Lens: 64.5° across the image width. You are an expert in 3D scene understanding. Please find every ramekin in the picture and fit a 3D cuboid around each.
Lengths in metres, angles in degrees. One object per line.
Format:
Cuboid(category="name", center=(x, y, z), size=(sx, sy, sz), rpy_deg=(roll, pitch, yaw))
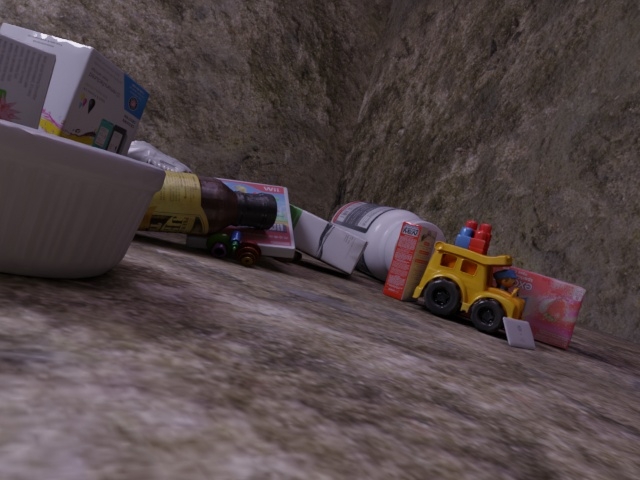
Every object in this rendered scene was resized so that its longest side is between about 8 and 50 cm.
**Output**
Cuboid(category="ramekin", center=(-0.310, -0.053, 0.515), size=(0.272, 0.127, 0.273), rpy_deg=(17, 3, -1))

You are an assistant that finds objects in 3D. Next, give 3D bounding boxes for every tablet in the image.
Cuboid(category="tablet", center=(0.369, 0.172, 0.940), size=(0.083, 0.054, 0.006), rpy_deg=(15, -32, -35))

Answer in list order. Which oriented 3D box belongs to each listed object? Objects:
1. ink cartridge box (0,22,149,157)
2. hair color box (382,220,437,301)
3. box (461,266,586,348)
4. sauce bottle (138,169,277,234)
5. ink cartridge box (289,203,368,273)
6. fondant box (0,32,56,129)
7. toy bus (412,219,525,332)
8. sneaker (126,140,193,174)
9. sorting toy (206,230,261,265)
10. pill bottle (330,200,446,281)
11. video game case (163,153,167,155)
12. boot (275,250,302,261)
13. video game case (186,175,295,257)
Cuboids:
Cuboid(category="ink cartridge box", center=(-0.494, -0.213, 0.950), size=(0.197, 0.270, 0.198), rpy_deg=(18, -3, 11))
Cuboid(category="hair color box", center=(0.202, 0.049, 1.137), size=(0.053, 0.167, 0.093), rpy_deg=(19, 3, 34))
Cuboid(category="box", center=(0.432, 0.129, 1.187), size=(0.299, 0.142, 0.154), rpy_deg=(17, 3, 15))
Cuboid(category="sauce bottle", center=(-0.241, -0.066, 0.896), size=(0.344, 0.112, 0.111), rpy_deg=(4, 9, -31))
Cuboid(category="ink cartridge box", center=(0.000, 0.000, 1.250), size=(0.219, 0.093, 0.160), rpy_deg=(27, -2, 6))
Cuboid(category="fondant box", center=(-0.559, -0.194, 0.666), size=(0.330, 0.239, 0.096), rpy_deg=(15, 2, -35))
Cuboid(category="toy bus", center=(0.331, 0.071, 1.054), size=(0.220, 0.212, 0.149), rpy_deg=(20, 2, 27))
Cuboid(category="sneaker", center=(-0.398, -0.175, 1.244), size=(0.094, 0.090, 0.235), rpy_deg=(37, 15, 27))
Cuboid(category="sorting toy", center=(-0.156, 0.019, 0.911), size=(0.101, 0.061, 0.042), rpy_deg=(9, 38, -9))
Cuboid(category="pill bottle", center=(0.185, 0.006, 1.472), size=(0.210, 0.210, 0.363), rpy_deg=(15, 4, -26))
Cuboid(category="video game case", center=(-0.600, -0.208, 1.405), size=(0.299, 0.036, 0.329), rpy_deg=(-15, 18, -23))
Cuboid(category="boot", center=(-0.075, 0.030, 1.195), size=(0.087, 0.042, 0.118), rpy_deg=(22, 3, -45))
Cuboid(category="video game case", center=(-0.163, -0.057, 1.065), size=(0.203, 0.025, 0.285), rpy_deg=(6, 29, -11))
